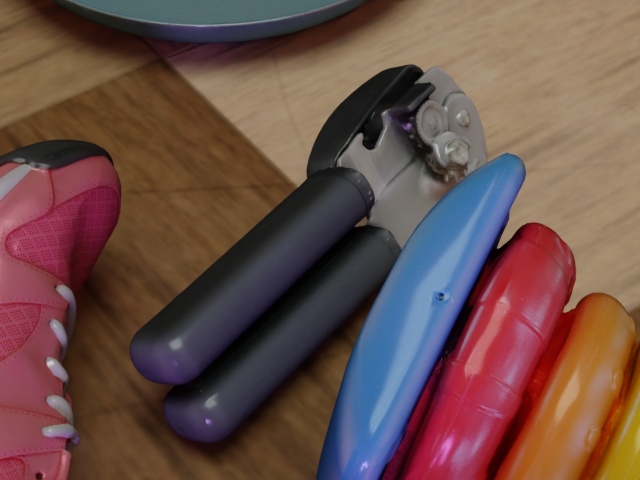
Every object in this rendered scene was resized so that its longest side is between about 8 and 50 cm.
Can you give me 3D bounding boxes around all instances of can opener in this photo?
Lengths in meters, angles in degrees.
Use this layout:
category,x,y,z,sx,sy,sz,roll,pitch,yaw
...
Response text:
category,x,y,z,sx,sy,sz,roll,pitch,yaw
can opener,0.000,0.000,0.807,0.093,0.074,0.280,-5,32,45

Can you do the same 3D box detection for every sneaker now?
category,x,y,z,sx,sy,sz,roll,pitch,yaw
sneaker,-0.159,0.089,0.699,0.136,0.116,0.314,26,57,9

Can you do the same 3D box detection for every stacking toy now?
category,x,y,z,sx,sy,sz,roll,pitch,yaw
stacking toy,0.156,0.110,0.653,0.302,0.165,0.175,25,66,7

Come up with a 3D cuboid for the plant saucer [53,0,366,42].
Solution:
category,x,y,z,sx,sy,sz,roll,pitch,yaw
plant saucer,-0.073,-0.233,1.034,0.318,0.043,0.317,0,47,0
